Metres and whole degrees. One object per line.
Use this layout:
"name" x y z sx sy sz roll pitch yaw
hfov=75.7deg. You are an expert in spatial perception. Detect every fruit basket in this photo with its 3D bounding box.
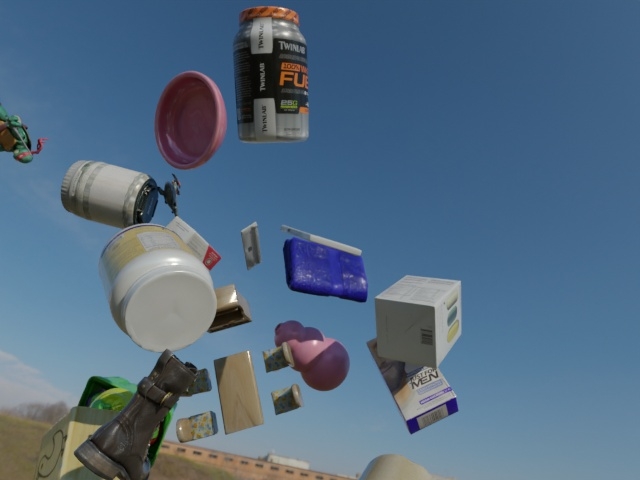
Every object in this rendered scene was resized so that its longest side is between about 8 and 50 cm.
"fruit basket" -0.757 0.674 1.548 0.391 0.283 0.392 22 -1 0

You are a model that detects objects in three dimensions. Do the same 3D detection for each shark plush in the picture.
"shark plush" -0.563 -0.146 1.546 0.067 0.073 0.162 30 -56 46

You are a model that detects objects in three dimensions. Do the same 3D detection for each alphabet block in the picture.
"alphabet block" -0.600 0.574 1.067 0.192 0.197 0.193 -40 -47 21

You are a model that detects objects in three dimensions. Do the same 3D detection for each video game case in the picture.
"video game case" 0.000 0.000 1.011 0.157 0.019 0.143 17 1 -35

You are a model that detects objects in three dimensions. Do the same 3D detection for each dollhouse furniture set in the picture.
"dollhouse furniture set" -0.277 0.369 1.255 0.361 0.395 0.257 -15 -22 -3

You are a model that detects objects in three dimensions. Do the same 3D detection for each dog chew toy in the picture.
"dog chew toy" -0.043 0.433 1.601 0.331 0.207 0.206 42 -40 -15

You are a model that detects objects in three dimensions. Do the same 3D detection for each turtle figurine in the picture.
"turtle figurine" -0.775 -0.260 0.997 0.175 0.118 0.234 -37 -91 10

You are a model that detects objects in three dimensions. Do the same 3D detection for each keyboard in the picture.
"keyboard" -0.271 0.028 1.625 0.014 0.072 0.256 46 -27 28

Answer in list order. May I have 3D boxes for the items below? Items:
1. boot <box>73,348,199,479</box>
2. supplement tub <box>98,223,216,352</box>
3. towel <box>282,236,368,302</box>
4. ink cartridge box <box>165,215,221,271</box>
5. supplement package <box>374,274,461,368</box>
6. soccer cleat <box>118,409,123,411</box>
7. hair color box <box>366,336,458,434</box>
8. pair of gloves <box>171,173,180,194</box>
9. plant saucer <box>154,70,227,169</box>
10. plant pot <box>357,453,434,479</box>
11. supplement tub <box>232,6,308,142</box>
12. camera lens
"boot" -0.317 0.341 0.794 0.091 0.229 0.263 29 -31 16
"supplement tub" -0.417 0.110 1.052 0.241 0.241 0.331 40 -6 -38
"towel" 0.023 0.099 1.472 0.307 0.228 0.076 11 -47 -24
"ink cartridge box" -0.551 0.100 1.530 0.131 0.306 0.226 32 -15 27
"supplement package" 0.324 0.250 1.341 0.197 0.200 0.262 3 14 34
"soccer cleat" -0.679 0.592 1.320 0.178 0.060 0.072 -22 4 -43
"hair color box" 0.313 0.473 1.454 0.185 0.339 0.110 -24 -53 -3
"pair of gloves" -0.597 -0.232 1.699 0.010 0.074 0.083 -21 -22 -32
"plant saucer" -0.444 -0.410 1.439 0.331 0.333 0.084 -11 -4 32
"plant pot" 0.172 0.734 1.038 0.333 0.335 0.305 -5 9 26
"supplement tub" -0.129 -0.418 1.081 0.193 0.193 0.317 2 -76 15
"camera lens" -0.757 -0.162 1.511 0.273 0.220 0.219 15 -31 -3
